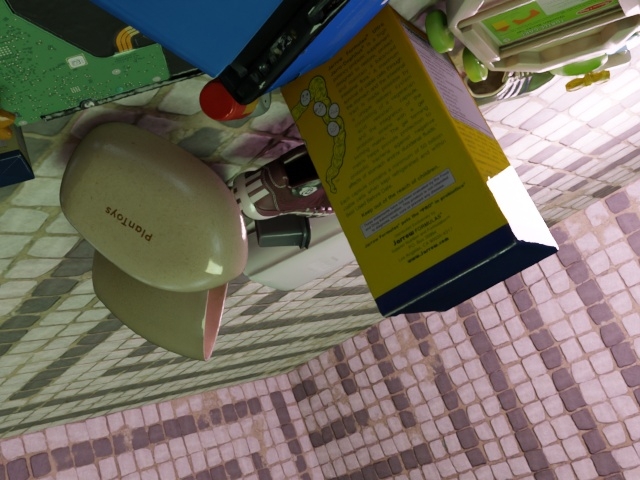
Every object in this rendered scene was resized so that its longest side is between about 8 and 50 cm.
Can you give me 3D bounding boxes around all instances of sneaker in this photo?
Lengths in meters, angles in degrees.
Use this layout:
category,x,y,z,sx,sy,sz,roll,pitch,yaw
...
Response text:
category,x,y,z,sx,sy,sz,roll,pitch,yaw
sneaker,0.316,-0.274,1.043,0.192,0.064,0.086,-22,167,8
sneaker,0.007,-0.104,1.027,0.162,0.106,0.281,-25,175,43

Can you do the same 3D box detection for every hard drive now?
category,x,y,z,sx,sy,sz,roll,pitch,yaw
hard drive,-0.184,-0.230,0.588,0.338,0.064,0.237,-20,162,-9

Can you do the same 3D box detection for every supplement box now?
category,x,y,z,sx,sy,sz,roll,pitch,yaw
supplement box,-0.372,-0.104,0.691,0.083,0.083,0.056,-17,161,-15
supplement box,0.129,-0.098,0.853,0.195,0.357,0.194,-34,159,28

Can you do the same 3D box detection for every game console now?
category,x,y,z,sx,sy,sz,roll,pitch,yaw
game console,-0.014,-0.268,0.504,0.293,0.173,0.250,-35,-174,40

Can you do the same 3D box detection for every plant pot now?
category,x,y,z,sx,sy,sz,roll,pitch,yaw
plant pot,-0.253,0.041,1.016,0.190,0.284,0.284,8,158,-2

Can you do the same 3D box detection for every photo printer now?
category,x,y,z,sx,sy,sz,roll,pitch,yaw
photo printer,0.000,0.000,1.388,0.307,0.107,0.256,-26,162,12

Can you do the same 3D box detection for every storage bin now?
category,x,y,z,sx,sy,sz,roll,pitch,yaw
storage bin,-0.074,-0.051,1.133,0.091,0.135,0.098,-8,159,-11

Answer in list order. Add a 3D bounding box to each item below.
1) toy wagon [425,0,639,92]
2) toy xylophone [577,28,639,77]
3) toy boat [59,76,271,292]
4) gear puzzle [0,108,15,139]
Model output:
category,x,y,z,sx,sy,sz,roll,pitch,yaw
toy wagon,0.318,-0.294,0.860,0.267,0.068,0.344,-11,166,35
toy xylophone,0.506,-0.384,0.931,0.236,0.081,0.323,-21,162,-6
toy boat,-0.171,-0.086,0.813,0.318,0.267,0.148,-51,-178,23
gear puzzle,-0.428,-0.125,0.503,0.339,0.044,0.175,14,144,-41
